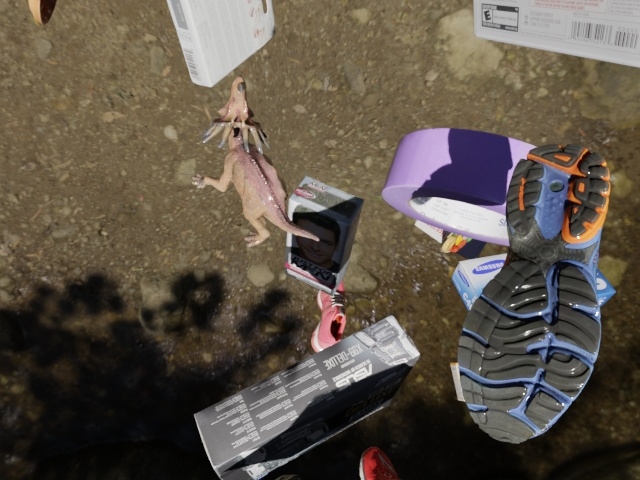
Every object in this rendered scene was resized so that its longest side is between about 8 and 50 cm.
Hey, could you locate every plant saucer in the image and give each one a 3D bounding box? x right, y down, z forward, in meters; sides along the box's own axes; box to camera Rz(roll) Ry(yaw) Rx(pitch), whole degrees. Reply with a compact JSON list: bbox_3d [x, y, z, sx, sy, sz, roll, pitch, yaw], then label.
[{"bbox_3d":[-0.281,-0.265,0.451,0.013,0.083,0.083,14,99,-25],"label":"plant saucer"}]

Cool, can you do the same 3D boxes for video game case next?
[{"bbox_3d":[0.225,-0.283,0.409,0.026,0.227,0.206,-26,128,-12],"label":"video game case"}]

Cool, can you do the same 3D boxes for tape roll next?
[{"bbox_3d":[0.239,-0.072,0.687,0.274,0.275,0.090,20,84,-9],"label":"tape roll"}]

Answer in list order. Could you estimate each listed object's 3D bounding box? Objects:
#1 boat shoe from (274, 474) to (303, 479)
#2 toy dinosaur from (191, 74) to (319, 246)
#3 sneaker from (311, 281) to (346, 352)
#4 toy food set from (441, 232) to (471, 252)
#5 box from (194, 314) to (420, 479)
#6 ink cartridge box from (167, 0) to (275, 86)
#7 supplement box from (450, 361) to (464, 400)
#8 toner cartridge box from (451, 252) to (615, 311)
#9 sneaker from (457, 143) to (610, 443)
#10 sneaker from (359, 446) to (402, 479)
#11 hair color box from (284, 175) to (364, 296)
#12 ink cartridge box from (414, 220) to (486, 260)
[{"bbox_3d":[-0.063,0.436,0.646,0.068,0.228,0.081,-40,94,26],"label":"boat shoe"},{"bbox_3d":[-0.111,-0.109,0.758,0.127,0.200,0.296,-35,84,-28],"label":"toy dinosaur"},{"bbox_3d":[0.058,0.264,1.643,0.116,0.136,0.314,20,59,-21],"label":"sneaker"},{"bbox_3d":[0.303,-0.003,0.977,0.082,0.020,0.083,-47,145,10],"label":"toy food set"},{"bbox_3d":[-0.017,0.255,0.674,0.307,0.242,0.076,-22,59,-20],"label":"box"},{"bbox_3d":[-0.299,-0.727,1.409,0.091,0.308,0.385,23,57,21],"label":"ink cartridge box"},{"bbox_3d":[0.392,0.372,1.181,0.062,0.036,0.098,-7,76,-12],"label":"supplement box"},{"bbox_3d":[0.529,0.110,1.111,0.347,0.165,0.075,-9,140,-12],"label":"toner cartridge box"},{"bbox_3d":[0.168,0.040,0.328,0.087,0.083,0.221,44,66,-50],"label":"sneaker"},{"bbox_3d":[0.182,0.603,1.050,0.107,0.279,0.118,12,114,-23],"label":"sneaker"},{"bbox_3d":[0.000,0.000,1.347,0.185,0.374,0.114,24,53,12],"label":"hair color box"},{"bbox_3d":[0.451,-0.110,1.364,0.117,0.207,0.283,21,105,-32],"label":"ink cartridge box"}]
